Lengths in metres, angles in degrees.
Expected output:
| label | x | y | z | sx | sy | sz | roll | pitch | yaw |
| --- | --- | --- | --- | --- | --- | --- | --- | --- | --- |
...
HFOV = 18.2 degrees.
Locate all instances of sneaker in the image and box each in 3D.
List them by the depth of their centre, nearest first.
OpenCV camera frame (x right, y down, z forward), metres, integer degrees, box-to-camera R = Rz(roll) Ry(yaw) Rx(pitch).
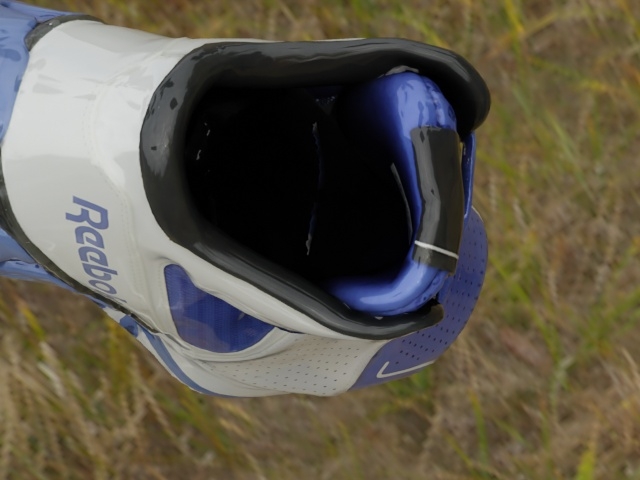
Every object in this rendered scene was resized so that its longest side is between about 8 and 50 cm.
| label | x | y | z | sx | sy | sz | roll | pitch | yaw |
| --- | --- | --- | --- | --- | --- | --- | --- | --- | --- |
| sneaker | -0.001 | 0.000 | 0.759 | 0.182 | 0.315 | 0.127 | 8 | 81 | 37 |
